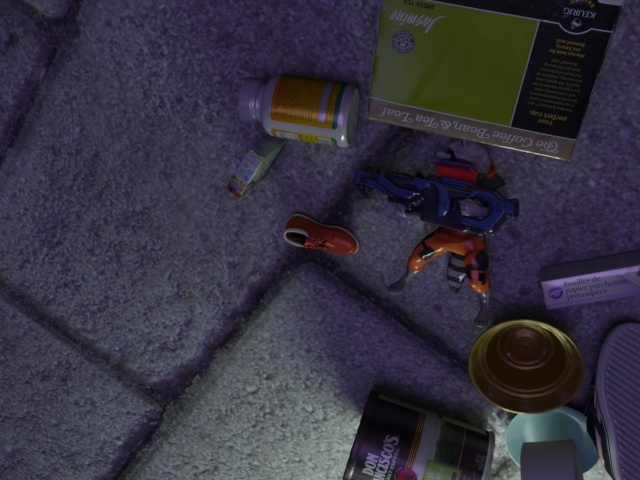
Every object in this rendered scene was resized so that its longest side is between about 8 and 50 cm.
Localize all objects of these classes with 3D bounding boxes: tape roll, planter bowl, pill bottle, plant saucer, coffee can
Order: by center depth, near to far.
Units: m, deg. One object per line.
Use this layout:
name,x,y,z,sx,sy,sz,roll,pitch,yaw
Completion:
pill bottle,-0.040,-0.244,1.294,0.208,0.117,0.117,10,116,12
tape roll,0.466,0.536,1.356,0.100,0.286,0.286,-12,109,20
planter bowl,0.407,0.230,1.387,0.217,0.090,0.217,6,114,14
plant saucer,0.491,0.417,1.476,0.195,0.037,0.195,6,115,13
coffee can,0.207,0.458,1.486,0.275,0.201,0.201,17,117,8

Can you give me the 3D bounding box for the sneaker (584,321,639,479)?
sneaker,0.582,0.316,1.360,0.126,0.127,0.321,0,89,-1

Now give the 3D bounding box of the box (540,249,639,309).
box,0.573,0.060,1.278,0.324,0.067,0.063,-13,109,20

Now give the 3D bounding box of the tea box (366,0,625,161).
tea box,0.267,-0.337,1.077,0.329,0.220,0.323,15,126,10

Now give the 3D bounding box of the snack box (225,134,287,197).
snack box,-0.121,-0.150,1.346,0.037,0.141,0.100,34,118,1

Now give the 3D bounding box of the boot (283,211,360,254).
boot,0.000,0.000,1.410,0.158,0.084,0.059,20,116,6

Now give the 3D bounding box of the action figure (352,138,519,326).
action figure,0.225,-0.044,1.316,0.341,0.178,0.330,26,114,35
